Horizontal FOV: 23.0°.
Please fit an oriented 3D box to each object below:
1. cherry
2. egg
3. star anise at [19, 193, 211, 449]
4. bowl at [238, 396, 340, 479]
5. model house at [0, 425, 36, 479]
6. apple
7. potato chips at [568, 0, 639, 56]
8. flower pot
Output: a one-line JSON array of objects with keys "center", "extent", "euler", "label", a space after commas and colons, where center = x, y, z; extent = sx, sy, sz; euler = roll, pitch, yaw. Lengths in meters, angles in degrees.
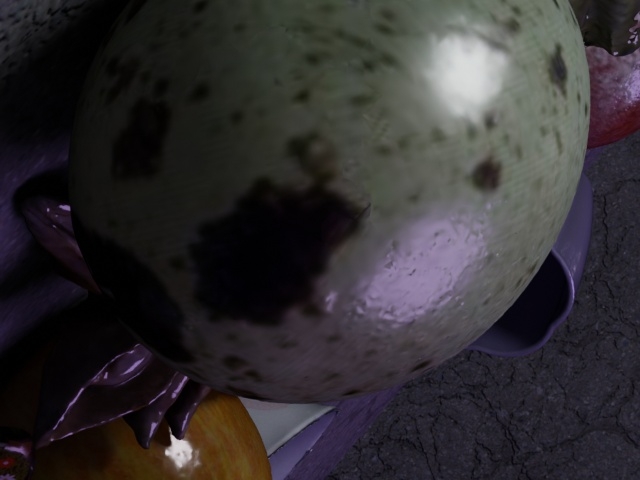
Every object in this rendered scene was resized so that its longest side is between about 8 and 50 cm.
[{"center": [0.315, -0.227, 1.687], "extent": [0.285, 0.213, 0.236], "euler": [-58, 139, -5], "label": "cherry"}, {"center": [0.015, -0.068, 0.939], "extent": [0.379, 0.287, 0.287], "euler": [-54, 174, -38], "label": "egg"}, {"center": [-0.100, 0.024, 1.152], "extent": [0.349, 0.109, 0.292], "euler": [-42, 146, -37], "label": "star anise"}, {"center": [-0.156, 0.236, 1.590], "extent": [0.345, 0.157, 0.345], "euler": [-43, 170, -10], "label": "bowl"}, {"center": [-0.293, 0.254, 0.954], "extent": [0.207, 0.154, 0.294], "euler": [4, 138, -28], "label": "model house"}, {"center": [-0.162, 0.204, 1.274], "extent": [0.264, 0.264, 0.264], "euler": [-46, 168, -12], "label": "apple"}, {"center": [0.193, -0.251, 1.271], "extent": [0.373, 0.097, 0.389], "euler": [-9, 147, -18], "label": "potato chips"}, {"center": [0.238, -0.020, 2.096], "extent": [0.265, 0.265, 0.243], "euler": [-59, 179, 42], "label": "flower pot"}]
